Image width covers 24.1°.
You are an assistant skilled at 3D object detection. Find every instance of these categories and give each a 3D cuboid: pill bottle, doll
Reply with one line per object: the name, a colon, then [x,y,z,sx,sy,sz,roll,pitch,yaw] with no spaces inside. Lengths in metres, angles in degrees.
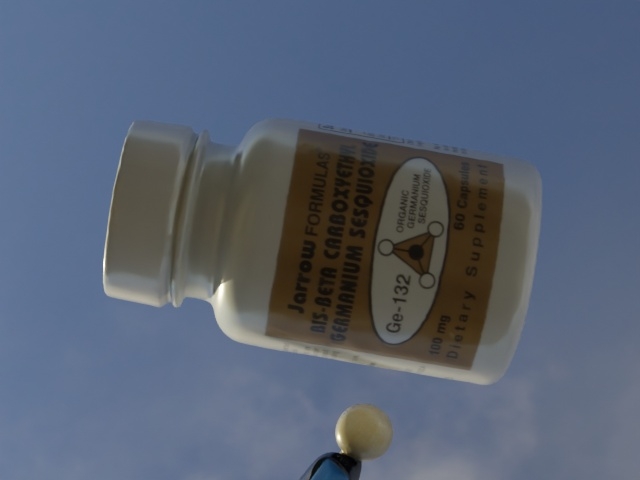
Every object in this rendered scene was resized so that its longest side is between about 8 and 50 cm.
pill bottle: [0.000,0.000,0.848,0.229,0.131,0.131,10,-98,-1]
doll: [-0.017,0.184,0.952,0.046,0.129,0.189,38,-97,11]
